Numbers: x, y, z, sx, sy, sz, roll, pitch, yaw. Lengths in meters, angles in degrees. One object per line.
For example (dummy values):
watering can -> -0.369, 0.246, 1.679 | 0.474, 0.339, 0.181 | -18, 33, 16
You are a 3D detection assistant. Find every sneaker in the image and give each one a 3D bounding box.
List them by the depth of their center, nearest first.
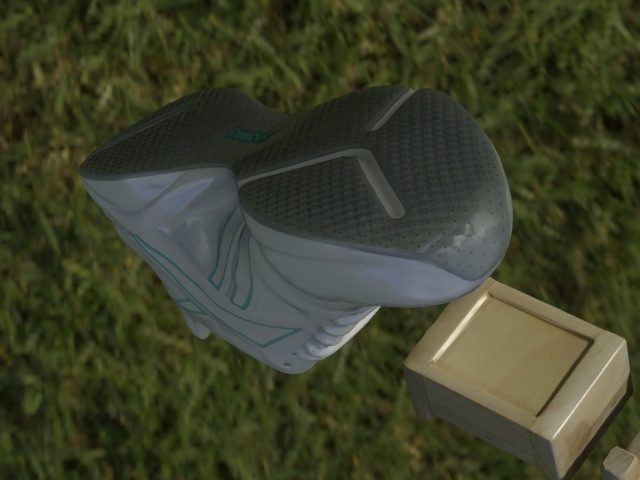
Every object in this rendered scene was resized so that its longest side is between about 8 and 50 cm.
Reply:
sneaker -> 0.000, 0.000, 0.448 | 0.054, 0.152, 0.061 | -34, 111, -22

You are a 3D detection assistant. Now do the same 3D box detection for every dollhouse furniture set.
dollhouse furniture set -> 0.152, 0.047, 0.608 | 0.161, 0.182, 0.101 | -49, 146, -24
